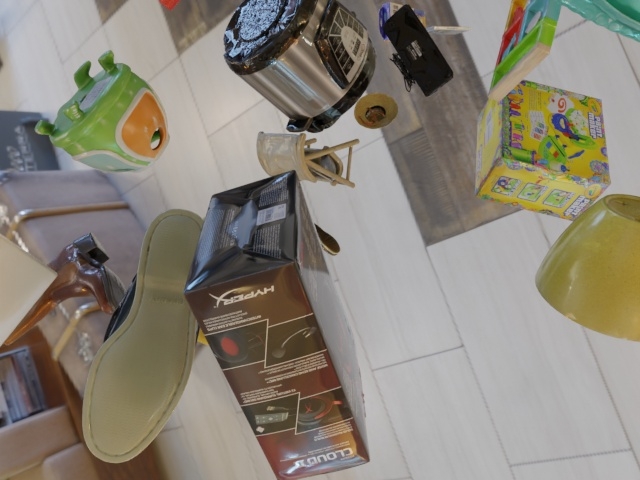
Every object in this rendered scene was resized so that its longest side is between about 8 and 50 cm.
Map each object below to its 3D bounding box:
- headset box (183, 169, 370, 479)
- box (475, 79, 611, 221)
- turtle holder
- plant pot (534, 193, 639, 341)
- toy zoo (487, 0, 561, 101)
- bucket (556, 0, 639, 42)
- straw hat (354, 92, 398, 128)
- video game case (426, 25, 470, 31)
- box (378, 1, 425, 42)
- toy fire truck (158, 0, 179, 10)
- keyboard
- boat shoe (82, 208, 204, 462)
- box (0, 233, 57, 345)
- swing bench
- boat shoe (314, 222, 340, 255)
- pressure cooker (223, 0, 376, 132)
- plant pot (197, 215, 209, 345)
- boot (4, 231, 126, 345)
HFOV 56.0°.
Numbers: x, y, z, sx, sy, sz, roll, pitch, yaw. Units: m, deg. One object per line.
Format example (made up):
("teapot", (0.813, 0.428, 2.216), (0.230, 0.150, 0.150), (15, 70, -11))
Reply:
("headset box", (-0.032, 0.102, 0.677), (0.110, 0.218, 0.293), (-16, 119, 7))
("box", (0.569, -0.241, 1.566), (0.279, 0.290, 0.177), (14, 148, -2))
("turtle holder", (-0.499, -0.256, 1.386), (0.320, 0.227, 0.243), (-27, 40, 28))
("plant pot", (0.278, 0.014, 0.551), (0.134, 0.134, 0.095), (26, 123, 29))
("toy zoo", (0.414, -0.443, 1.181), (0.030, 0.192, 0.293), (20, 73, -6))
("bucket", (0.312, -0.305, 0.520), (0.281, 0.281, 0.183), (43, 141, 22))
("straw hat", (0.171, -0.385, 1.873), (0.144, 0.144, 0.061), (40, 162, 23))
("video game case", (0.364, -0.616, 1.763), (0.087, 0.122, 0.011), (-152, 58, -67))
("box", (0.185, -0.483, 1.352), (0.028, 0.136, 0.081), (1, 95, 47))
("toy fire truck", (-0.281, -0.460, 0.952), (0.047, 0.135, 0.192), (-40, 46, 21))
("keyboard", (0.198, -0.392, 1.269), (0.100, 0.038, 0.192), (-34, 78, 27))
("boat shoe", (-0.232, 0.129, 0.840), (0.127, 0.113, 0.340), (10, 74, -6))
("box", (-0.610, 0.112, 0.883), (0.215, 0.168, 0.345), (26, 71, 23))
("swing bench", (-0.049, -0.274, 2.025), (0.253, 0.254, 0.165), (15, 103, 51))
("boat shoe", (0.000, 0.000, 1.824), (0.152, 0.056, 0.049), (45, 131, 28))
("pressure cooker", (-0.037, -0.561, 1.830), (0.370, 0.420, 0.375), (-37, 45, 19))
("plant pot", (-0.213, 0.091, 1.232), (0.254, 0.254, 0.239), (15, 75, 32))
("boot", (-0.593, 0.135, 1.345), (0.280, 0.096, 0.264), (-35, 58, -8))
